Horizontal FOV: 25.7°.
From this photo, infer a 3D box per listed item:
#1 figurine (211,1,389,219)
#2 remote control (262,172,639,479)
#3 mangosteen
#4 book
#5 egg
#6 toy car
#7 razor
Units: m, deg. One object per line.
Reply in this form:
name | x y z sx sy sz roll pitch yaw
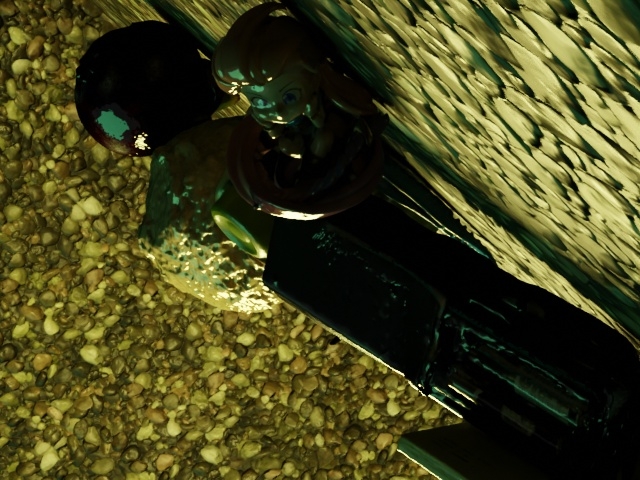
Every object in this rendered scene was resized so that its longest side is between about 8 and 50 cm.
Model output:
figurine | -0.022 -0.100 1.004 0.114 0.126 0.157 -55 -50 -52
remote control | 0.094 0.069 1.156 0.062 0.144 0.399 -10 -150 -44
mangosteen | -0.219 -0.199 1.907 0.231 0.194 0.194 16 -167 -31
book | 0.225 0.191 1.133 0.283 0.025 0.215 0 -158 -43
egg | -0.101 -0.037 1.824 0.279 0.279 0.310 43 164 -24
toy car | 0.000 0.000 1.431 0.235 0.145 0.235 39 164 14
razor | 0.088 -0.025 1.238 0.253 0.042 0.082 44 160 -13
